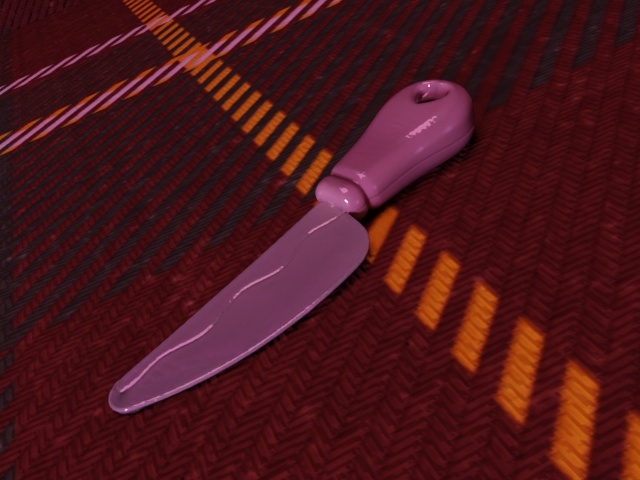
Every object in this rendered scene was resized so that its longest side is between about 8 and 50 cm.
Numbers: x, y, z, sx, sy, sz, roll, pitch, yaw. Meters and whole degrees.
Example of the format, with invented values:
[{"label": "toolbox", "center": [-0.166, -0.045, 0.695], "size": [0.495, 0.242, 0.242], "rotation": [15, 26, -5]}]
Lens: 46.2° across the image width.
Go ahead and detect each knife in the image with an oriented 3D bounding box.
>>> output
[{"label": "knife", "center": [0.003, 0.000, 0.499], "size": [0.081, 0.043, 0.336], "rotation": [19, 56, 39]}]
